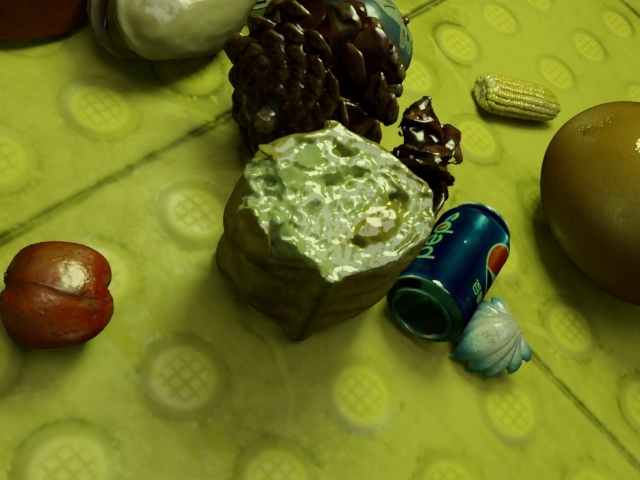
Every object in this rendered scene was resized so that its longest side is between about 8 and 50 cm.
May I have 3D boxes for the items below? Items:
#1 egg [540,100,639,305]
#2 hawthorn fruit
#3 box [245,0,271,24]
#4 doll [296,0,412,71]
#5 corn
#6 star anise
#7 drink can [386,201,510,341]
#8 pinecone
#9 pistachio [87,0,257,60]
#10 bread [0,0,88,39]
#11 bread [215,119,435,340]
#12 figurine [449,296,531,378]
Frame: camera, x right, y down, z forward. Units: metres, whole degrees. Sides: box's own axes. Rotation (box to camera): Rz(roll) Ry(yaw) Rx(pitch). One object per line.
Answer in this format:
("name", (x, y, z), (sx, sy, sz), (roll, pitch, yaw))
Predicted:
("egg", (0.499, -0.055, 1.077), (0.282, 0.282, 0.351), (-28, 74, -35))
("hawthorn fruit", (-0.281, 0.056, 0.753), (0.128, 0.128, 0.128), (12, 57, -19))
("box", (-0.141, -0.439, 1.163), (0.115, 0.036, 0.177), (-25, 74, -33))
("doll", (0.054, -0.368, 1.130), (0.258, 0.154, 0.228), (53, 13, 25))
("corn", (0.357, -0.258, 1.274), (0.165, 0.063, 0.085), (4, 36, -26))
("star anise", (0.135, -0.106, 0.998), (0.126, 0.190, 0.220), (25, 7, 13))
("drink can", (0.183, 0.039, 0.977), (0.118, 0.118, 0.205), (40, 53, 1))
("pinecone", (-0.002, -0.214, 0.967), (0.264, 0.264, 0.264), (12, 57, -19))
("pistachio", (-0.194, -0.361, 0.999), (0.288, 0.166, 0.197), (-47, 128, -38))
("bread", (-0.440, -0.421, 0.963), (0.295, 0.114, 0.327), (6, 58, -22))
("bread", (-0.005, -0.004, 0.840), (0.238, 0.252, 0.196), (-18, 74, -27))
("figurine", (0.228, 0.140, 0.973), (0.114, 0.079, 0.114), (0, 85, 5))
